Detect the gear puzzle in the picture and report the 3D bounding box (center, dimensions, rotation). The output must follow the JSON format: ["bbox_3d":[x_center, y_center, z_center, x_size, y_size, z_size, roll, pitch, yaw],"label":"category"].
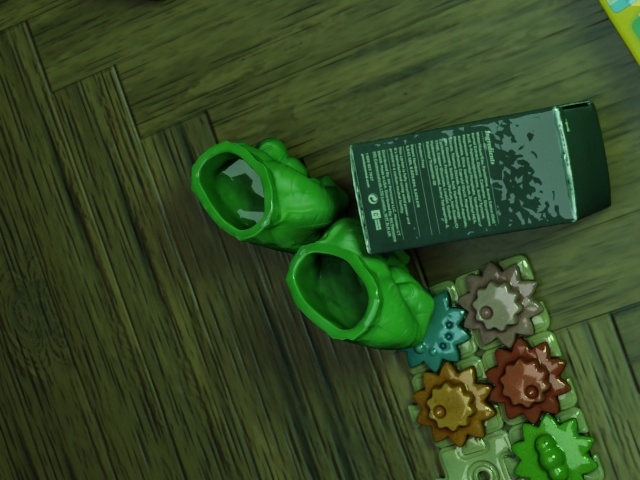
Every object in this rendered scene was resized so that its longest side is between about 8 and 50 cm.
[{"bbox_3d":[0.178,0.196,1.729,0.175,0.044,0.339,-20,88,22],"label":"gear puzzle"}]

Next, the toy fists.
[{"bbox_3d":[0.000,0.000,1.716,0.279,0.142,0.096,44,102,24],"label":"toy fists"}]

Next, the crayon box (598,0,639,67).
[{"bbox_3d":[0.344,-0.271,1.591,0.203,0.083,0.323,-33,83,22],"label":"crayon box"}]

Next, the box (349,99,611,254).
[{"bbox_3d":[0.154,-0.060,1.652,0.207,0.153,0.108,-9,93,23],"label":"box"}]
